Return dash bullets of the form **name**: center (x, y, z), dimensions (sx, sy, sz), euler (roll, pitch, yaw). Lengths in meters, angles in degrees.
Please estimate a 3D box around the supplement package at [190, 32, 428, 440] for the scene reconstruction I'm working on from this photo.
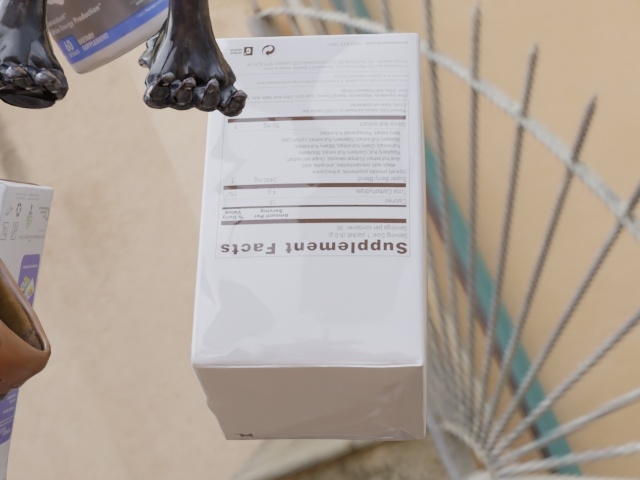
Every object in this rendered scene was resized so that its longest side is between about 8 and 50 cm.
- **supplement package**: center (0.000, 0.000, 1.075), dimensions (0.175, 0.293, 0.177), euler (-1, -26, 4)

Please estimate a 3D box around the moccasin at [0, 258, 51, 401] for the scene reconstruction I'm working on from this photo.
- **moccasin**: center (-0.275, -0.073, 0.753), dimensions (0.147, 0.380, 0.139), euler (-31, -14, 12)

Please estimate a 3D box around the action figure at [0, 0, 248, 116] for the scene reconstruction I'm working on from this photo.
- **action figure**: center (-0.064, -0.187, 0.484), dimensions (0.164, 0.275, 0.141), euler (2, 0, -25)

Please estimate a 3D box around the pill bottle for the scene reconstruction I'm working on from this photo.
- **pill bottle**: center (-0.146, -0.173, 0.758), dimensions (0.078, 0.137, 0.078), euler (-29, 16, 9)

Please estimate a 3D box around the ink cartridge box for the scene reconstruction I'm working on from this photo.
- **ink cartridge box**: center (-0.334, 0.104, 1.272), dimensions (0.065, 0.332, 0.165), euler (9, 0, 3)
